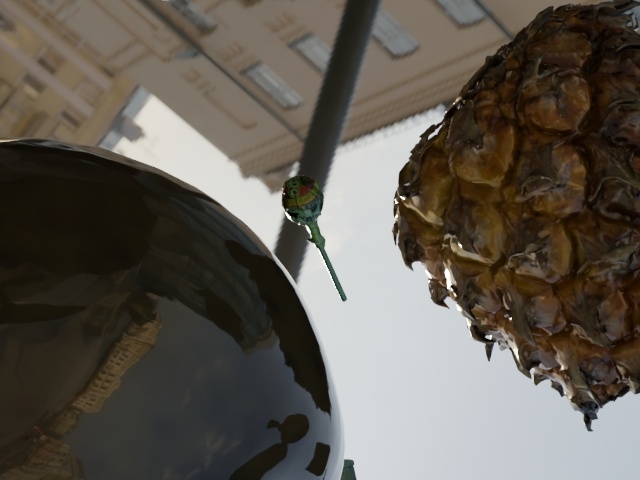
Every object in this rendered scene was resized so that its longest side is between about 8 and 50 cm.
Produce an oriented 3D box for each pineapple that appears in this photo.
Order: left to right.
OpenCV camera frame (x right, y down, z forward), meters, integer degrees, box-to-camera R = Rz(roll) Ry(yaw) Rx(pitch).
[{"bbox_3d":[0.243,-0.042,0.917,0.352,0.300,0.352,-44,176,-4],"label":"pineapple"}]

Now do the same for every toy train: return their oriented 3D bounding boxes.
[{"bbox_3d":[0.011,0.320,1.347,0.093,0.038,0.056,-23,-103,39],"label":"toy train"}]

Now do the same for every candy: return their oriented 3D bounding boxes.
[{"bbox_3d":[0.000,0.000,0.566,0.023,0.083,0.025,-35,-146,-17],"label":"candy"}]

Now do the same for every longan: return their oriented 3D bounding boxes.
[{"bbox_3d":[-0.128,0.093,0.564,0.288,0.350,0.288,-11,-114,25],"label":"longan"}]
